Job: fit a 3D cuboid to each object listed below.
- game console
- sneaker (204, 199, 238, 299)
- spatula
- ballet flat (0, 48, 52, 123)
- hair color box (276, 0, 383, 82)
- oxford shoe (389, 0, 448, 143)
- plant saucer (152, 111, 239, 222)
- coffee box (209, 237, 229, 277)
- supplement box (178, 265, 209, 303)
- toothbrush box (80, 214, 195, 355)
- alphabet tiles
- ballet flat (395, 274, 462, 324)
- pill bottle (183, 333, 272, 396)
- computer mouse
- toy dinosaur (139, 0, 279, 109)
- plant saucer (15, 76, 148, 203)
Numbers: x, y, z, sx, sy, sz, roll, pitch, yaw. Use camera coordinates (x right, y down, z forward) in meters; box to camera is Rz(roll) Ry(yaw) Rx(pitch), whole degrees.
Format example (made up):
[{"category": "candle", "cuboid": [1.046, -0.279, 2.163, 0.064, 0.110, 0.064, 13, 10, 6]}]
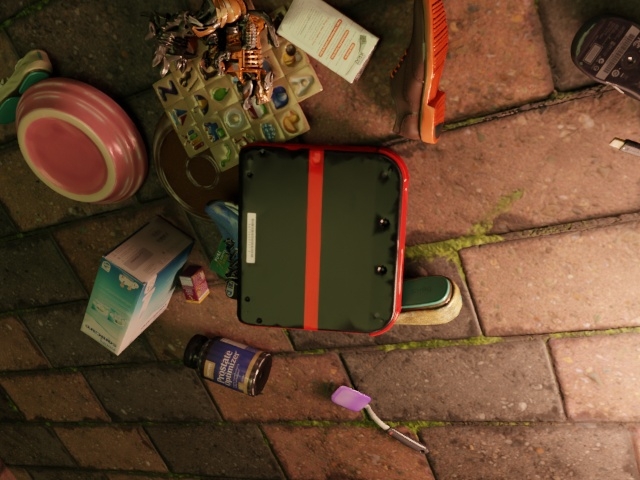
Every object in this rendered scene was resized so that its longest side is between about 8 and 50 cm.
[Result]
[{"category": "game console", "cuboid": [0.000, 0.000, 1.174, 0.342, 0.060, 0.386, 4, 99, 9]}, {"category": "sneaker", "cuboid": [-0.157, 0.056, 1.263, 0.330, 0.147, 0.130, 57, 161, -15]}, {"category": "spatula", "cuboid": [0.160, 0.478, 1.517, 0.296, 0.030, 0.084, 36, 128, 0]}, {"category": "ballet flat", "cuboid": [-0.719, -0.371, 1.377, 0.249, 0.086, 0.086, -28, 105, 33]}, {"category": "hair color box", "cuboid": [0.017, -0.371, 1.042, 0.167, 0.053, 0.093, 36, 114, 2]}, {"category": "oxford shoe", "cuboid": [0.163, -0.301, 1.004, 0.099, 0.097, 0.271, 12, 124, 24]}, {"category": "plant saucer", "cuboid": [-0.259, -0.164, 1.306, 0.311, 0.050, 0.310, 11, 122, 18]}, {"category": "coffee box", "cuboid": [-0.174, 0.070, 1.413, 0.184, 0.040, 0.113, 31, 126, 4]}, {"category": "supplement box", "cuboid": [-0.329, 0.115, 1.501, 0.043, 0.055, 0.083, 3, 120, 23]}, {"category": "toothbrush box", "cuboid": [-0.464, 0.115, 1.463, 0.126, 0.216, 0.295, 33, 128, 3]}, {"category": "alphabet tiles", "cuboid": [-0.176, -0.310, 1.165, 0.343, 0.011, 0.285, -21, 102, 26]}, {"category": "ballet flat", "cuboid": [0.143, 0.143, 1.279, 0.349, 0.123, 0.123, -6, 116, 29]}, {"category": "pill bottle", "cuboid": [-0.252, 0.330, 1.555, 0.219, 0.123, 0.122, 15, 124, 15]}, {"category": "computer mouse", "cuboid": [0.496, -0.240, 0.915, 0.262, 0.060, 0.184, 21, 122, -2]}, {"category": "toy dinosaur", "cuboid": [-0.201, -0.400, 1.077, 0.219, 0.164, 0.321, -19, 84, 10]}, {"category": "plant saucer", "cuboid": [-0.578, -0.215, 1.363, 0.332, 0.084, 0.332, 10, 131, 12]}]
